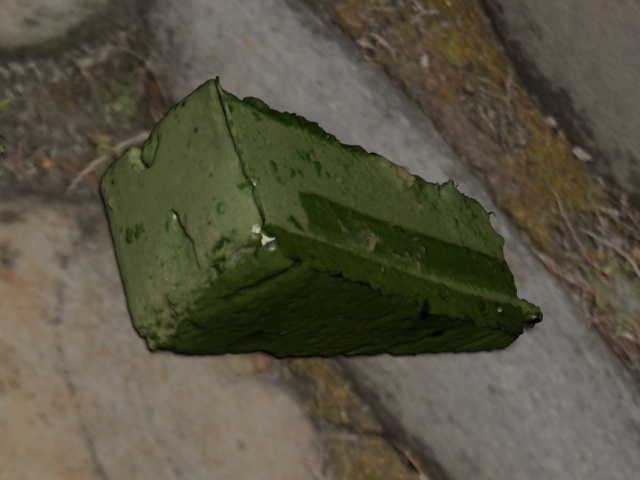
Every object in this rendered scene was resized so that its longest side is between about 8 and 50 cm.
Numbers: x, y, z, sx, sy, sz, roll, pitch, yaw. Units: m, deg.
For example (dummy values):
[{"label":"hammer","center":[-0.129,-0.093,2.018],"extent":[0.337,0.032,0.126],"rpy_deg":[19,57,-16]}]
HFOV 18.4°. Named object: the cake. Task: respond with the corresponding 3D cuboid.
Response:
[{"label":"cake","center":[0.002,0.009,0.980],"extent":[0.235,0.099,0.100],"rpy_deg":[17,49,-50]}]
